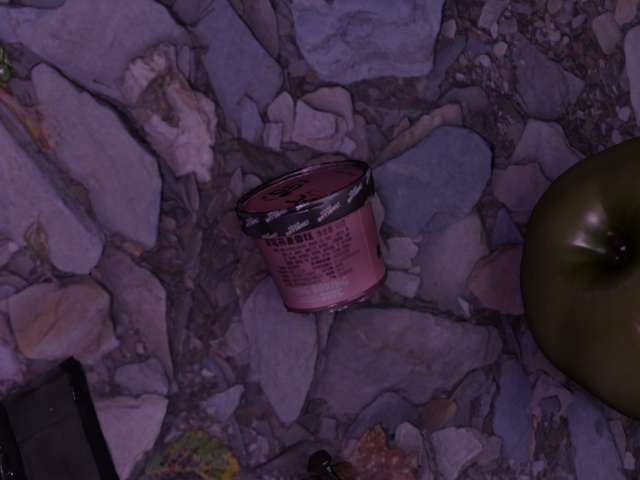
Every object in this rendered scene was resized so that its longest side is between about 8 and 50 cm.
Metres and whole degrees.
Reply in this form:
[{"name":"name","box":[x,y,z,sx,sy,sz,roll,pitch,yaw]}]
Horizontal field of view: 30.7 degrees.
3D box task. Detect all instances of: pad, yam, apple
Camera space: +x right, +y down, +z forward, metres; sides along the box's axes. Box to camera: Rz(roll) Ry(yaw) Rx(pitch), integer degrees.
[{"name":"pad","box":[-0.238,0.241,1.107,0.233,0.022,0.174,71,21,-6]},{"name":"yam","box":[-0.023,0.283,1.294,0.145,0.032,0.032,-19,97,-33]},{"name":"apple","box":[0.426,0.053,1.414,0.357,0.357,0.357,2,86,-33]}]

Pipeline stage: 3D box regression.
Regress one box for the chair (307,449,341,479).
[{"name":"chair","box":[0.140,0.498,1.184,0.410,0.362,0.364,55,53,-33]}]

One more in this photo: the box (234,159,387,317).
[{"name":"box","box":[0.000,0.000,1.259,0.151,0.151,0.135,-30,111,-30]}]

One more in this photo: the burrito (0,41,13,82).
[{"name":"burrito","box":[-0.408,-0.230,1.061,0.288,0.054,0.104,42,67,-24]}]

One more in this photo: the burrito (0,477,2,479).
[{"name":"burrito","box":[-0.293,0.348,1.077,0.139,0.101,0.445,-35,103,-41]}]
